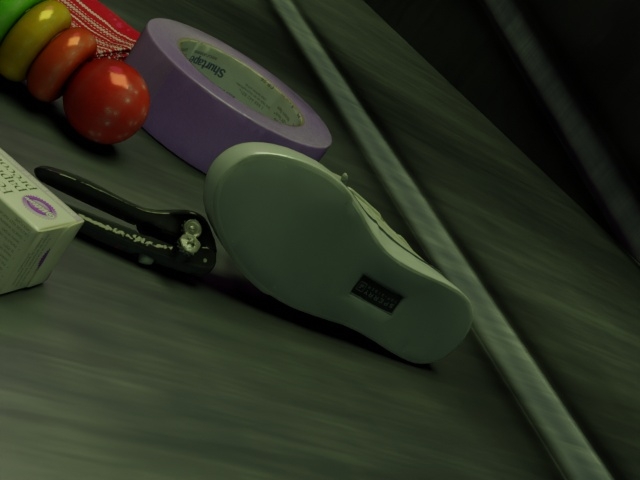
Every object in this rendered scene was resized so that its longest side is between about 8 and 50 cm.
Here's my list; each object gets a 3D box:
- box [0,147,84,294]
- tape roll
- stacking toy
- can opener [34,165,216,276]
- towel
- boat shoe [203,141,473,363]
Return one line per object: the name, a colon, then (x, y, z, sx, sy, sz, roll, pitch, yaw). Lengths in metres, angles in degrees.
box: (-0.327, -0.087, 0.803, 0.324, 0.067, 0.063, 39, 18, 11)
tape roll: (-0.122, -0.168, 1.334, 0.275, 0.090, 0.275, 32, 19, -13)
stacking toy: (-0.318, -0.219, 1.077, 0.330, 0.141, 0.141, 42, 18, -5)
can opener: (-0.174, -0.013, 0.932, 0.186, 0.073, 0.059, 21, 62, -32)
towel: (-0.335, -0.287, 1.338, 0.199, 0.031, 0.275, 36, 18, 4)
boat shoe: (0.006, -0.006, 1.086, 0.367, 0.136, 0.156, 31, 10, -37)
